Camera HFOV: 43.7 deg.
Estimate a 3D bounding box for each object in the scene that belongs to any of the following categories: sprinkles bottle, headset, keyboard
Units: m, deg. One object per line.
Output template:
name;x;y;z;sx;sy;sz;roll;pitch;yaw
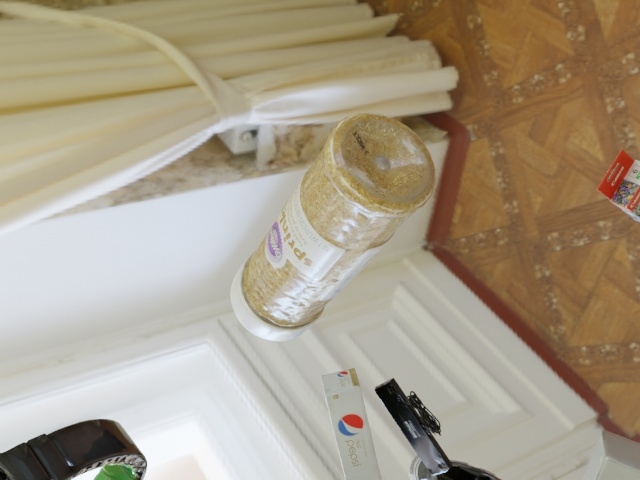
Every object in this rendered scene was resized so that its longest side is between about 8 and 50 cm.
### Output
sprinkles bottle;0.000;0.000;0.922;0.121;0.121;0.355;65;148;18
headset;-0.318;0.315;0.721;0.185;0.394;0.243;47;134;22
keyboard;0.179;0.328;1.431;0.192;0.038;0.100;55;148;4

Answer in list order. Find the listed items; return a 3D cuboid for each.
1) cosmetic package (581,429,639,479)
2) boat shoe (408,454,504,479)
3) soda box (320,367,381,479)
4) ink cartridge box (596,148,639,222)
cosmetic package;0.485;0.374;1.107;0.238;0.107;0.127;22;107;14
boat shoe;0.319;0.505;1.591;0.102;0.301;0.108;-12;48;61
soda box;0.058;0.353;1.497;0.074;0.069;0.216;-109;5;-69
ink cartridge box;0.404;-0.065;1.017;0.029;0.115;0.062;37;99;49
